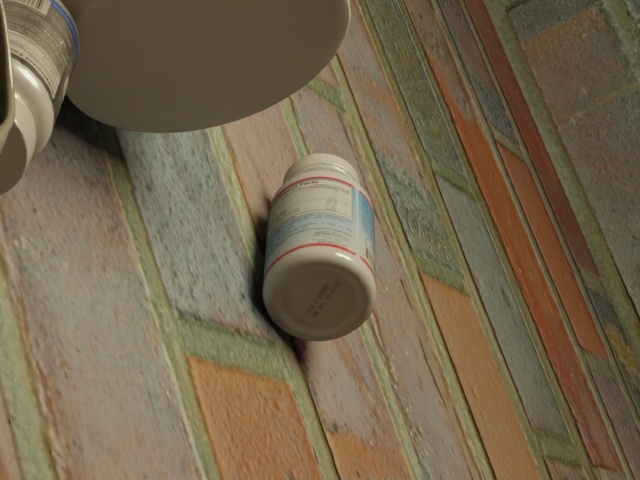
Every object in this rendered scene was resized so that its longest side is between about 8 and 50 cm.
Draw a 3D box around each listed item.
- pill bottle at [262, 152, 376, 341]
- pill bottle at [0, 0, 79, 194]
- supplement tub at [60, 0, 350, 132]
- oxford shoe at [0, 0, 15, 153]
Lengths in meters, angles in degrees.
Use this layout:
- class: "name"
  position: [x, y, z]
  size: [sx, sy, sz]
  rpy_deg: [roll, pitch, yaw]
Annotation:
- class: "pill bottle"
  position: [0.000, 0.000, 1.219]
  size: [0.087, 0.087, 0.160]
  rpy_deg: [52, 21, -28]
- class: "pill bottle"
  position: [-0.184, -0.085, 0.864]
  size: [0.078, 0.078, 0.137]
  rpy_deg: [53, 21, -27]
- class: "supplement tub"
  position: [-0.114, -0.255, 1.044]
  size: [0.228, 0.228, 0.316]
  rpy_deg: [32, 35, -57]
- class: "oxford shoe"
  position: [-0.217, -0.169, 0.542]
  size: [0.169, 0.130, 0.449]
  rpy_deg: [-1, 62, -51]
